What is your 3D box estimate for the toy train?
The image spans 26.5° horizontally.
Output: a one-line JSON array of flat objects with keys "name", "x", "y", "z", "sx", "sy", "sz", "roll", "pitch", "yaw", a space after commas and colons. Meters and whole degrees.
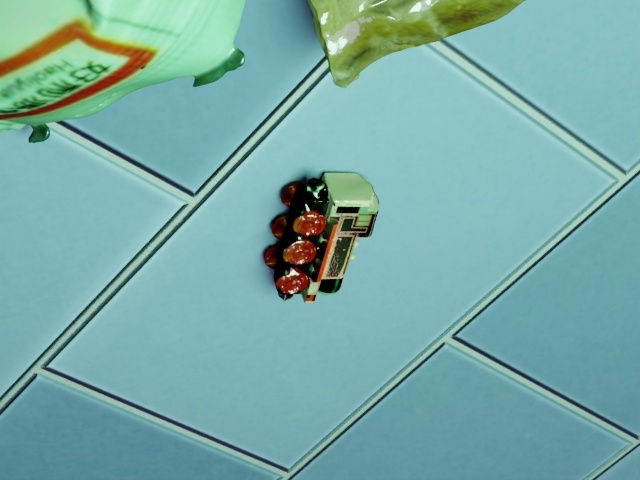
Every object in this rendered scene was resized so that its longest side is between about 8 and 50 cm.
[{"name": "toy train", "x": 0.000, "y": 0.000, "z": 1.255, "sx": 0.087, "sy": 0.050, "sz": 0.138, "roll": 1, "pitch": 131, "yaw": -20}]

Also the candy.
[{"name": "candy", "x": -0.213, "y": -0.168, "z": 0.964, "sx": 0.398, "sy": 0.172, "sz": 0.263, "roll": -35, "pitch": 156, "yaw": 25}]

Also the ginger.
[{"name": "ginger", "x": 0.108, "y": -0.218, "z": 1.050, "sx": 0.263, "sy": 0.109, "sz": 0.116, "roll": -30, "pitch": 167, "yaw": 14}]
